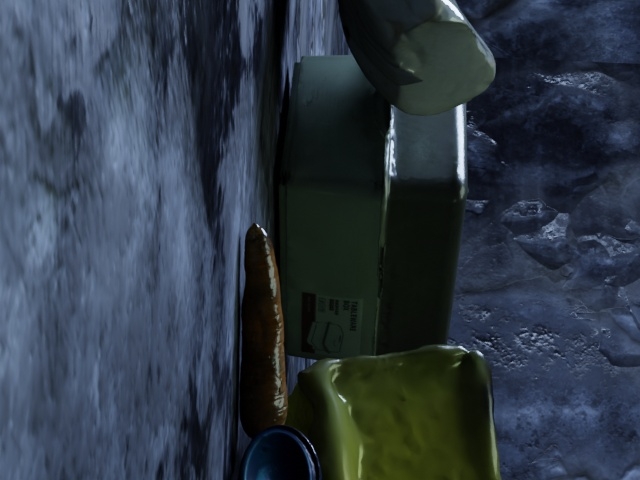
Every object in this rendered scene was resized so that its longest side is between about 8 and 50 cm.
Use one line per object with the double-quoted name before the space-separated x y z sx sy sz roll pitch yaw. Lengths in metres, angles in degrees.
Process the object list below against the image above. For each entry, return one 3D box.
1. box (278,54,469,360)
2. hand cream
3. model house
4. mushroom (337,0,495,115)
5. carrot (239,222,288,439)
"box" 0.048 -0.027 1.362 0.290 0.166 0.220 92 2 -47
"hand cream" -0.042 0.241 1.061 0.270 0.061 0.120 101 -11 -51
"model house" 0.027 0.207 1.169 0.234 0.175 0.193 -35 -119 58
"mushroom" 0.065 -0.254 1.258 0.159 0.122 0.328 106 -24 -50
"carrot" -0.041 0.066 1.004 0.035 0.036 0.165 -78 168 -73
